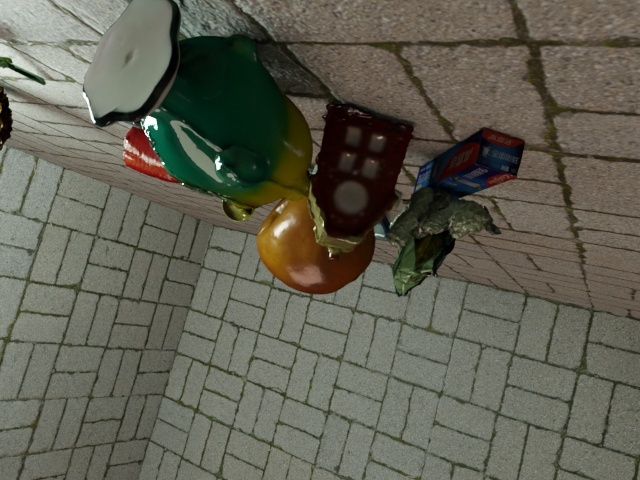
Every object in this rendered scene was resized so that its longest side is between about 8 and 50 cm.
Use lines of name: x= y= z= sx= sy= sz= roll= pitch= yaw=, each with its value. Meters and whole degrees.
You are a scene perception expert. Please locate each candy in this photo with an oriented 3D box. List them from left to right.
candy: x=-0.660 y=-0.369 z=1.136 sx=0.077 sy=0.073 sz=0.262 roll=-13 pitch=177 yaw=8

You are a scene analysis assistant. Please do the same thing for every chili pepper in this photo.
chili pepper: x=-0.350 y=-0.211 z=1.468 sx=0.339 sy=0.131 sz=0.134 roll=13 pitch=-176 yaw=5

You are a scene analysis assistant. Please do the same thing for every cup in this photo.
cup: x=-0.302 y=-0.142 z=2.124 sx=0.177 sy=0.131 sz=0.155 roll=-9 pitch=-175 yaw=-14

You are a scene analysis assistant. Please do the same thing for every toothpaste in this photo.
toothpaste: x=0.259 y=-0.126 z=1.004 sx=0.076 sy=0.066 sz=0.320 roll=16 pitch=174 yaw=-7

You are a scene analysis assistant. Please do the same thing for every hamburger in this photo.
hamburger: x=0.315 y=0.032 z=1.779 sx=0.150 sy=0.260 sz=0.276 roll=40 pitch=135 yaw=-8

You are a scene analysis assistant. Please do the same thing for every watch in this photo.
watch: x=0.174 y=-0.064 z=1.886 sx=0.276 sy=0.068 sz=0.275 roll=10 pitch=168 yaw=42

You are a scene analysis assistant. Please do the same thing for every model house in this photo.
model house: x=0.056 y=-0.088 z=0.982 sx=0.160 sy=0.253 sz=0.196 roll=12 pitch=175 yaw=-2

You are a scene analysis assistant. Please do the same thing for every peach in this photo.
peach: x=0.000 y=0.000 z=1.554 sx=0.302 sy=0.342 sz=0.343 roll=41 pitch=166 yaw=-16

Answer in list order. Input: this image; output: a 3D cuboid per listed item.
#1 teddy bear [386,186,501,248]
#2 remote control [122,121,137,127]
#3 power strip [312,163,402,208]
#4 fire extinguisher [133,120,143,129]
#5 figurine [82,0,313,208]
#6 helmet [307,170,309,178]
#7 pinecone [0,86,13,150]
teddy bear: x=0.229 y=-0.054 z=1.046 sx=0.213 sy=0.111 sz=0.133 roll=-8 pitch=-167 yaw=8
remote control: x=-0.396 y=-0.281 z=1.319 sx=0.244 sy=0.047 sz=0.087 roll=17 pitch=171 yaw=-31
power strip: x=0.096 y=-0.138 z=1.401 sx=0.118 sy=0.046 sz=0.270 roll=14 pitch=176 yaw=44
fire extinguisher: x=-0.286 y=-0.244 z=1.201 sx=0.138 sy=0.102 sz=0.344 roll=48 pitch=-174 yaw=19
figurine: x=-0.144 y=-0.180 z=0.808 sx=0.340 sy=0.231 sz=0.323 roll=27 pitch=-154 yaw=-53
helmet: x=-0.076 y=-0.173 z=1.401 sx=0.098 sy=0.070 sz=0.123 roll=5 pitch=163 yaw=31
pinecone: x=-0.954 y=-0.329 z=1.400 sx=0.246 sy=0.246 sz=0.292 roll=10 pitch=170 yaw=44
